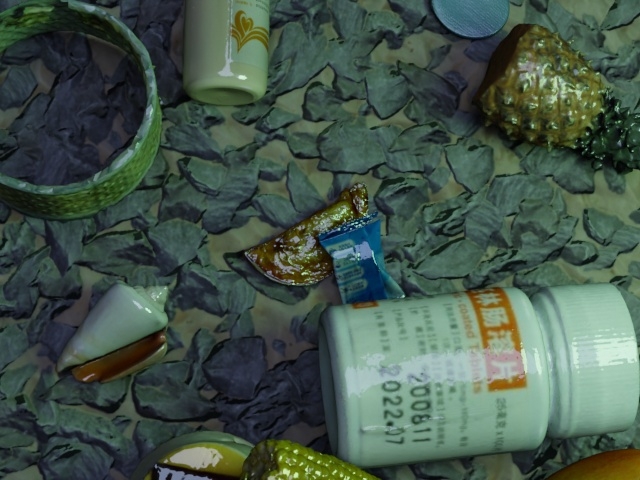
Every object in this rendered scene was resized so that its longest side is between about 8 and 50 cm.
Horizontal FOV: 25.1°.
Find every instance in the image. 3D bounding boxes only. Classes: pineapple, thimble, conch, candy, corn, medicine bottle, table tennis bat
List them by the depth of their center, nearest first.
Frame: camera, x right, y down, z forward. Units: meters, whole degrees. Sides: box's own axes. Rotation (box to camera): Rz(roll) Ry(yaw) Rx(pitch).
[{"bbox_3d":[0.042,0.337,1.721,0.363,0.120,0.120,34,75,-39],"label":"corn"},{"bbox_3d":[0.191,0.165,1.794,0.371,0.211,0.211,-6,80,-5],"label":"medicine bottle"},{"bbox_3d":[-0.258,0.121,1.829,0.176,0.094,0.104,-47,125,-7],"label":"conch"},{"bbox_3d":[-0.340,-0.168,1.846,0.271,0.150,0.270,1,79,-5],"label":"thimble"},{"bbox_3d":[0.057,0.039,1.888,0.088,0.038,0.136,-22,102,-15],"label":"candy"},{"bbox_3d":[-0.124,-0.312,1.910,0.114,0.114,0.252,1,79,-4],"label":"medicine bottle"},{"bbox_3d":[0.349,-0.171,1.916,0.279,0.158,0.158,28,78,-9],"label":"pineapple"},{"bbox_3d":[0.188,-0.337,1.988,0.155,0.019,0.100,26,79,-1],"label":"table tennis bat"}]

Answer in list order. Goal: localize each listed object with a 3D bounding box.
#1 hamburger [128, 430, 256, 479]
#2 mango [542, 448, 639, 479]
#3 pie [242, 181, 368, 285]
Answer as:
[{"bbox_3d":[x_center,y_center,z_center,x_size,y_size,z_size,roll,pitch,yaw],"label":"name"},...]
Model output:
[{"bbox_3d":[-0.153,0.381,1.761,0.227,0.151,0.295,24,83,6],"label":"hamburger"},{"bbox_3d":[0.312,0.367,1.806,0.289,0.129,0.146,-26,92,-5],"label":"mango"},{"bbox_3d":[0.000,0.003,1.902,0.191,0.033,0.088,-32,90,-8],"label":"pie"}]
